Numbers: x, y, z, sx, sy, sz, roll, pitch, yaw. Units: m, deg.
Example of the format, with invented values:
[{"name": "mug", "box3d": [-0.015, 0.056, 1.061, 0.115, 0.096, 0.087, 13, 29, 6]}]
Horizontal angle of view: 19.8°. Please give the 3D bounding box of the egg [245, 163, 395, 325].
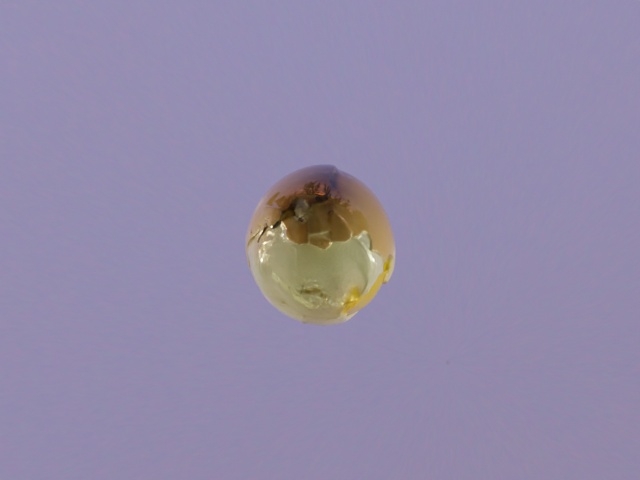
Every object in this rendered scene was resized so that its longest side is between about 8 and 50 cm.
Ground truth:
[{"name": "egg", "box3d": [0.000, 0.000, 0.871, 0.071, 0.083, 0.071, 3, -63, 6]}]
